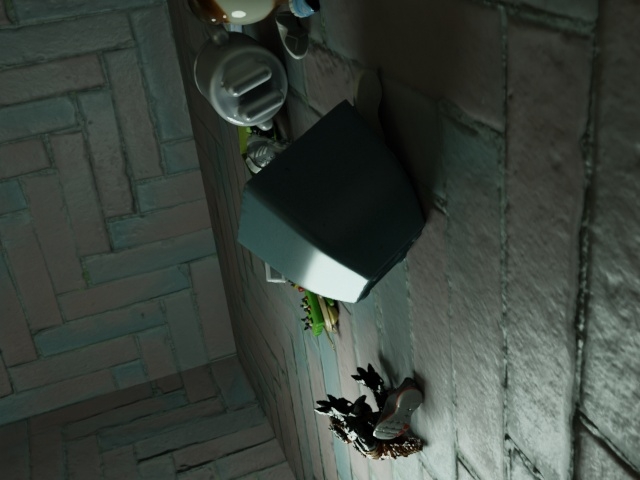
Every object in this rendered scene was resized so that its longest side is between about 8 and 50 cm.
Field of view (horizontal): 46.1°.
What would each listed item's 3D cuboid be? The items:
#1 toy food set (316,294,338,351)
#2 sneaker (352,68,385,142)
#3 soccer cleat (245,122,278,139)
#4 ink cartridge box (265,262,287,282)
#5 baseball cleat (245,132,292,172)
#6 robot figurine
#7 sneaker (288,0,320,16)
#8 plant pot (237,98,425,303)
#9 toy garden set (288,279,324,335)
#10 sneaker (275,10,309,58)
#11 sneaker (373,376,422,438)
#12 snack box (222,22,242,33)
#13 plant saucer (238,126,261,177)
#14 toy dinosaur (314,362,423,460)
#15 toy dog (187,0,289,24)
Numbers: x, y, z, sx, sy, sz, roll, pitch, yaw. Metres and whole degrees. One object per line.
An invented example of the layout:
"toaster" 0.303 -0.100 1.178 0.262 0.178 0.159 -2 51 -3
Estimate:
"toy food set" 0.021 0.185 1.995 0.132 0.038 0.192 -117 13 -61
"sneaker" 0.071 -0.238 1.338 0.084 0.058 0.152 40 149 51
"soccer cleat" -0.170 -0.313 2.114 0.179 0.072 0.060 -131 30 -59
"ink cartridge box" -0.089 -0.057 1.976 0.239 0.060 0.275 -45 -46 -66
"baseball cleat" -0.134 -0.225 2.001 0.206 0.072 0.109 27 113 56
"robot figurine" -0.206 -0.413 1.902 0.353 0.200 0.300 51 166 56
"sneaker" -0.027 -0.518 1.460 0.073 0.063 0.162 20 130 49
"plant pot" 0.032 -0.036 1.319 0.252 0.248 0.247 44 157 9
"toy garden set" -0.047 0.159 2.106 0.244 0.049 0.204 98 155 -75
"sneaker" -0.056 -0.437 1.640 0.061 0.054 0.152 79 174 -50
"sneaker" 0.159 0.344 1.546 0.158 0.061 0.065 -58 24 28
"snack box" -0.259 -0.643 2.186 0.141 0.037 0.100 97 152 -54
"plant saucer" -0.207 -0.290 2.325 0.188 0.045 0.188 90 159 -45
"toy dinosaur" 0.120 0.416 1.707 0.322 0.164 0.218 -11 112 38
"toy dog" -0.184 -0.643 1.507 0.395 0.284 0.408 -140 31 -67
